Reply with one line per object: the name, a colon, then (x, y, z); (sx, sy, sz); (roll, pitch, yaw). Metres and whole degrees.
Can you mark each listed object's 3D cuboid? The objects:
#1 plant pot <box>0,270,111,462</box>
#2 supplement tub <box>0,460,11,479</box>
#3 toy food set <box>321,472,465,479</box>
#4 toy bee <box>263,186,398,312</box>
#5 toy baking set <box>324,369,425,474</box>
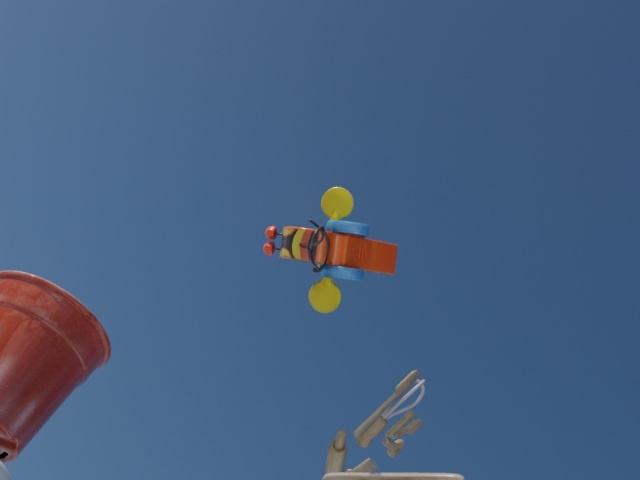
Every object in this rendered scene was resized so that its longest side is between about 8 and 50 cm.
plant pot: (-0.569, 0.243, 1.997); (0.273, 0.265, 0.272); (17, -40, 15)
supplement tub: (-0.634, 0.456, 1.735); (0.191, 0.272, 0.191); (13, -44, 13)
toy food set: (0.059, 0.400, 1.454); (0.220, 0.306, 0.092); (-5, -71, 21)
toy bee: (0.000, 0.000, 1.772); (0.162, 0.195, 0.298); (7, -24, 29)
toy baking set: (0.089, 0.306, 1.768); (0.030, 0.197, 0.256); (44, -30, 31)
